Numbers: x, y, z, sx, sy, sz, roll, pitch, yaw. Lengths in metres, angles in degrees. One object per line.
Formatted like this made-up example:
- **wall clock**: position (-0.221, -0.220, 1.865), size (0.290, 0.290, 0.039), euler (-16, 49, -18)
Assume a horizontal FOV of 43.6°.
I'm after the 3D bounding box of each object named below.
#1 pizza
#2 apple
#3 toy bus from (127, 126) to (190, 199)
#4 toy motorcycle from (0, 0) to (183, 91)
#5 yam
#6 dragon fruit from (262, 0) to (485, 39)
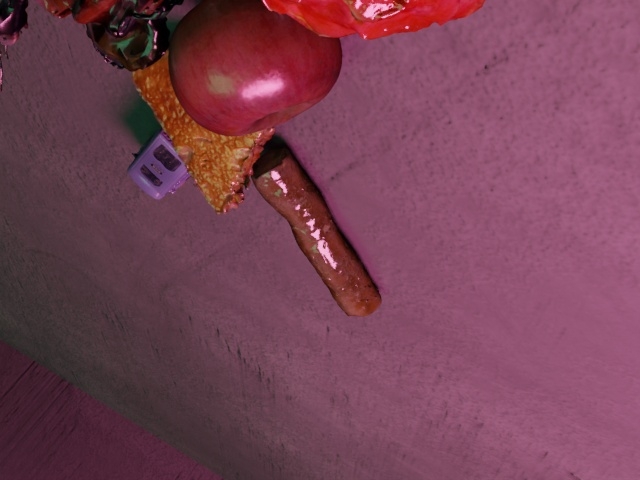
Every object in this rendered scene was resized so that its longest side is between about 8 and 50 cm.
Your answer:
- **pizza**: position (-0.114, -0.126, 0.870), size (0.201, 0.053, 0.193), euler (18, 122, 20)
- **apple**: position (-0.060, -0.163, 0.706), size (0.153, 0.153, 0.120), euler (-21, 93, 55)
- **toy bus**: position (-0.186, -0.103, 0.982), size (0.073, 0.076, 0.167), euler (44, 149, -11)
- **toy motorcycle**: position (-0.205, -0.256, 0.711), size (0.207, 0.134, 0.401), euler (41, 135, -8)
- **yam**: position (0.000, 0.000, 0.953), size (0.061, 0.061, 0.253), euler (3, 137, 43)
- **dragon fruit**: position (0.041, -0.205, 0.529), size (0.262, 0.163, 0.189), euler (6, 173, 16)
